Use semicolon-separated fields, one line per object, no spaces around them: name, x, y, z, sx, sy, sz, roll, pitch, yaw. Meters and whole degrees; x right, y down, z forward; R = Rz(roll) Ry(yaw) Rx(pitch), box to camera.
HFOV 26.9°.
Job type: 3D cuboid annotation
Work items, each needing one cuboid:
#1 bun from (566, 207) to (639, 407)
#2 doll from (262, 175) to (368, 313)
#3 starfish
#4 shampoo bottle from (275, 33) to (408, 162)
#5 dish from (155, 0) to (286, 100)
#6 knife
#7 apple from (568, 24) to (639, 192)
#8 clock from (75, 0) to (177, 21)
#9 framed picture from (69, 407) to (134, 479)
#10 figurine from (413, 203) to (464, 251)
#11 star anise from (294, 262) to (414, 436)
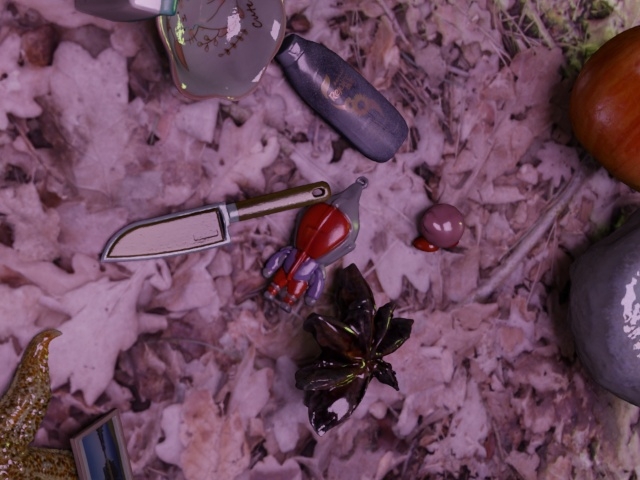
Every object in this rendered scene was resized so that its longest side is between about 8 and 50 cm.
bun;0.549;0.116;2.175;0.354;0.194;0.354;-2;95;-27
doll;0.000;0.000;1.933;0.227;0.102;0.075;-56;161;-8
starfish;-0.443;0.307;1.754;0.358;0.078;0.347;-30;114;-24
shampoo bottle;0.030;-0.210;1.942;0.233;0.049;0.087;41;76;-26
dish;-0.152;-0.299;1.805;0.229;0.081;0.229;-17;114;-43
knife;-0.142;-0.022;1.864;0.343;0.027;0.061;-13;91;-16
apple;0.526;-0.202;2.068;0.286;0.286;0.233;29;113;-27
clock;-0.244;-0.411;1.674;0.116;0.231;0.262;5;95;-24
framed picture;-0.294;0.318;1.832;0.109;0.011;0.149;-35;117;-61
figurine;0.188;-0.022;2.041;0.083;0.067;0.071;-21;127;-40
star anise;0.041;0.166;1.935;0.282;0.129;0.212;-38;138;-53
